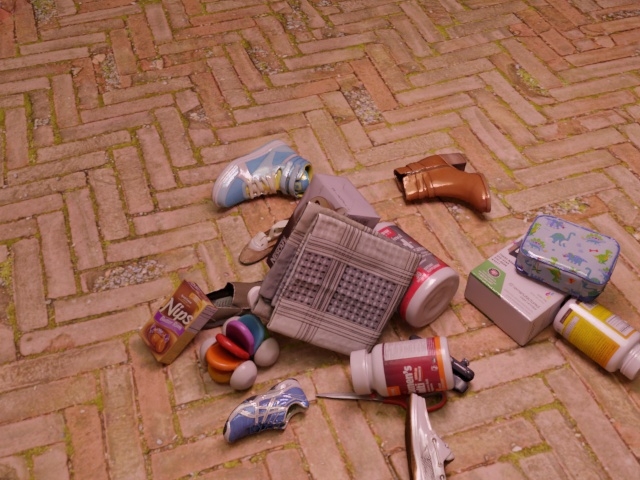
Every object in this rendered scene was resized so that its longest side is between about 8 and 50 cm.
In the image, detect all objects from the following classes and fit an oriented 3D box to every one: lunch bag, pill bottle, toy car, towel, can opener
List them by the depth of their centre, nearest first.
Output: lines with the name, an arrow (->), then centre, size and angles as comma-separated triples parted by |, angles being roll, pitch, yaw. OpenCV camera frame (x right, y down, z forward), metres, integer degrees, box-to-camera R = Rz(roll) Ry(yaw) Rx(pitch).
pill bottle -> 0.186, 0.290, 1.501 | 0.221, 0.121, 0.121 | -9, 48, 10
towel -> 0.037, 0.105, 1.526 | 0.324, 0.312, 0.056 | 24, 15, -15
pill bottle -> 0.674, 0.230, 1.568 | 0.117, 0.117, 0.215 | -32, 55, -24
toy car -> -0.198, 0.250, 1.575 | 0.159, 0.136, 0.182 | 31, 56, 27
can opener -> 0.287, 0.283, 1.576 | 0.073, 0.059, 0.186 | -37, 57, -26
lunch bag -> 0.602, 0.036, 1.604 | 0.219, 0.090, 0.176 | 23, 54, 20
pill bottle -> 0.185, 0.063, 1.697 | 0.176, 0.176, 0.318 | -34, 56, -25

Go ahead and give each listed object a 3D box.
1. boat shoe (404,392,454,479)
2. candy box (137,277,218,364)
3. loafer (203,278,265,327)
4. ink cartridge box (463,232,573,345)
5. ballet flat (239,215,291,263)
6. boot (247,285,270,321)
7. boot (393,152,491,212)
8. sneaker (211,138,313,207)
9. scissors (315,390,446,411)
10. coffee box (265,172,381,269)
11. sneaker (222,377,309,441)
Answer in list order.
boat shoe -> 0.236, 0.462, 1.400 | 0.096, 0.098, 0.277 | -2, 58, 0
candy box -> -0.353, 0.199, 1.626 | 0.186, 0.053, 0.109 | -49, 57, 2
loafer -> -0.204, 0.152, 1.694 | 0.251, 0.087, 0.094 | -18, 50, -13
ink cartridge box -> 0.542, 0.104, 1.685 | 0.278, 0.117, 0.201 | -31, 54, -23
ballet flat -> -0.145, -0.009, 1.849 | 0.206, 0.067, 0.073 | -35, 56, -25
boot -> -0.134, 0.161, 1.621 | 0.069, 0.190, 0.086 | -49, 43, -10
boot -> 0.355, -0.158, 1.929 | 0.220, 0.109, 0.283 | -13, 47, -11
sneaker -> -0.154, -0.173, 1.957 | 0.208, 0.127, 0.319 | 32, 58, 29
scissors -> 0.142, 0.369, 1.531 | 0.297, 0.021, 0.109 | -10, 49, -7
coffee box -> 0.000, 0.000, 1.675 | 0.119, 0.297, 0.168 | 4, 38, -42
sneaker -> -0.121, 0.392, 1.483 | 0.211, 0.080, 0.081 | -29, 50, -20
